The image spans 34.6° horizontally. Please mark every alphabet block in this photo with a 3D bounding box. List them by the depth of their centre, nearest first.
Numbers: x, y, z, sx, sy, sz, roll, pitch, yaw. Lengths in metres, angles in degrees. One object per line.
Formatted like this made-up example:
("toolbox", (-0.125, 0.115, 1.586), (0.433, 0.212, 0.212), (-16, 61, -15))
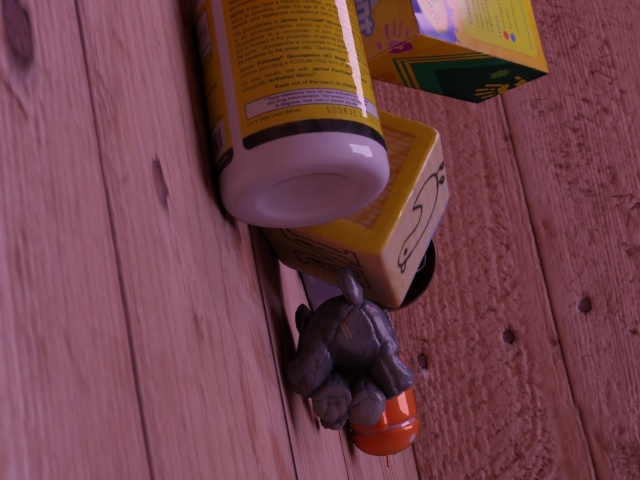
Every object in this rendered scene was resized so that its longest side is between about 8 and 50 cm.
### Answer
("alphabet block", (0.043, -0.052, 1.347), (0.192, 0.193, 0.197), (-65, 161, -16))

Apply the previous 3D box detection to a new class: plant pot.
("plant pot", (0.110, 0.032, 2.178), (0.230, 0.215, 0.215), (-164, -119, -79))

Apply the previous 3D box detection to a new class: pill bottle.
("pill bottle", (-0.041, -0.197, 1.161), (0.188, 0.188, 0.333), (62, 16, -68))

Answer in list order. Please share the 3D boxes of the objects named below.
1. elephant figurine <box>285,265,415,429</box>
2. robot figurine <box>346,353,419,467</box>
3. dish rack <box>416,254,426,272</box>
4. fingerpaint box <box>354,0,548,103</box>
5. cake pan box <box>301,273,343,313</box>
("elephant figurine", (0.024, 0.153, 1.363), (0.169, 0.186, 0.239), (42, -3, -3))
("robot figurine", (0.101, 0.279, 1.792), (0.158, 0.128, 0.219), (-13, -90, 58))
("dish rack", (0.079, -0.042, 1.973), (0.074, 0.208, 0.271), (4, -68, 55))
("fingerpaint box", (0.165, -0.475, 1.684), (0.371, 0.163, 0.444), (2, 72, -48))
("cake pan box", (0.000, 0.000, 1.728), (0.245, 0.070, 0.266), (-96, 171, -62))
